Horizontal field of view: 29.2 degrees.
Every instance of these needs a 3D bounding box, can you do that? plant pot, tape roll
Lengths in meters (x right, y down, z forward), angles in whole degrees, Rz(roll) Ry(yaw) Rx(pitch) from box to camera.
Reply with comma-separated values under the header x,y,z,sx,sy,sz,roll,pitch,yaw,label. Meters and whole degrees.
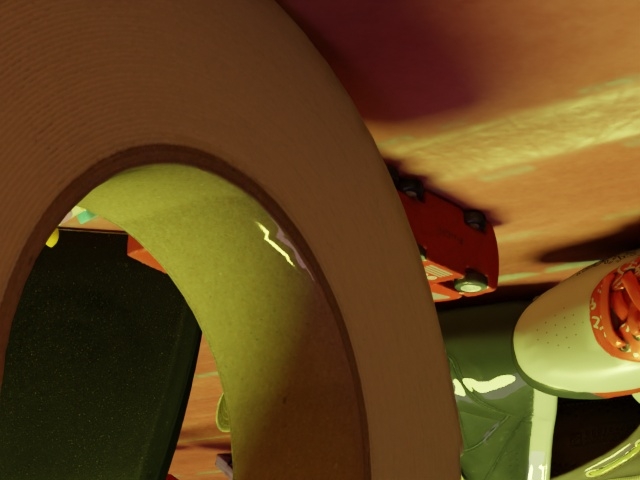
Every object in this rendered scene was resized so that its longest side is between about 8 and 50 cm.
x,y,z,sx,sy,sz,roll,pitch,yaw,label
-0.174,0.101,0.825,0.187,0.167,0.188,4,160,-6,plant pot
-0.063,0.075,0.434,0.072,0.392,0.392,-12,155,31,tape roll

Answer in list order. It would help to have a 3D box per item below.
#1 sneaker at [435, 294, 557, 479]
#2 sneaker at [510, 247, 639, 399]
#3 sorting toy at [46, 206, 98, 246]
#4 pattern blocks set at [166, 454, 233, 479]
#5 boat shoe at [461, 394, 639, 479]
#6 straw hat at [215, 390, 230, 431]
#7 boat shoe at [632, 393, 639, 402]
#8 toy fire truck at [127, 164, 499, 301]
x,y,z,sx,sy,sz,roll,pitch,yaw,label
0.109,0.143,0.957,0.147,0.104,0.296,2,139,10,sneaker
0.221,0.020,0.694,0.270,0.090,0.145,-12,155,23,sneaker
-0.125,-0.036,0.648,0.075,0.045,0.083,-21,156,5,sorting toy
-0.062,0.337,1.338,0.285,0.026,0.325,-1,-154,-29,pattern blocks set
0.176,0.190,1.119,0.324,0.117,0.096,-18,148,33,boat shoe
-0.045,0.062,0.847,0.061,0.144,0.144,38,169,20,straw hat
0.332,0.122,0.964,0.227,0.081,0.068,21,156,-37,boat shoe
0.000,0.000,0.710,0.135,0.047,0.192,-15,155,38,toy fire truck
